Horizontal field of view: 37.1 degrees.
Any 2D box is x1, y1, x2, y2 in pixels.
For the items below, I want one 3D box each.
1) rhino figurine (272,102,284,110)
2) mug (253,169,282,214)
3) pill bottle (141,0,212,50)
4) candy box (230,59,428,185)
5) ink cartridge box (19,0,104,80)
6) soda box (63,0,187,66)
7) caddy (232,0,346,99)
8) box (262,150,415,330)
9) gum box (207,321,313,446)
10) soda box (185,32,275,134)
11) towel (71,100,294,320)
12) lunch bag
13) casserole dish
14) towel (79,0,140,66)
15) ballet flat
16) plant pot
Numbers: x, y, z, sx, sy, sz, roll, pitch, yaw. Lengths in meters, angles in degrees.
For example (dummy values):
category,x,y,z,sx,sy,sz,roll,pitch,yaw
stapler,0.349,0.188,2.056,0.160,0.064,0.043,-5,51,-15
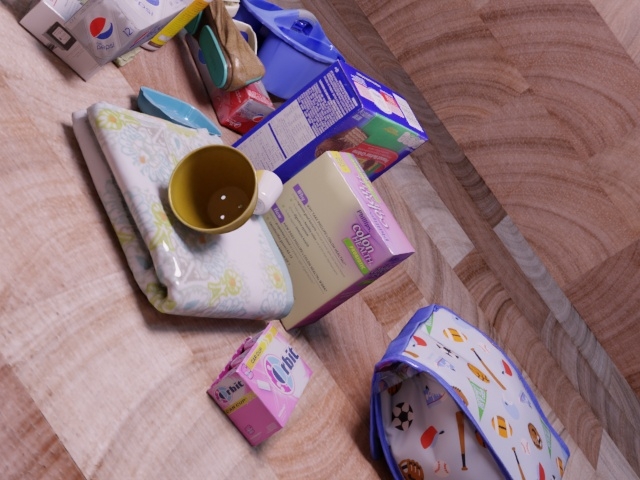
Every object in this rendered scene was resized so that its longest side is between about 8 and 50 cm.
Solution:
category,x,y,z,sx,sy,sz,roll,pitch,yaw
rhino figurine,-0.085,-0.266,2.118,0.106,0.073,0.243,44,18,4
mug,-0.108,-0.075,1.594,0.064,0.078,0.062,-71,153,-52
pill bottle,-0.282,-0.473,1.834,0.117,0.215,0.117,43,24,-25
candy box,0.004,-0.173,1.834,0.268,0.317,0.122,14,46,-56
ink cartridge box,-0.429,-0.363,1.584,0.180,0.060,0.104,42,23,-27
soda box,-0.323,-0.384,1.621,0.091,0.098,0.286,49,20,-11
caddy,-0.080,-0.455,2.201,0.241,0.179,0.341,44,18,18
box,0.000,0.000,1.671,0.214,0.243,0.117,58,22,12
gum box,-0.085,0.209,1.431,0.107,0.062,0.188,52,22,-6
soda box,-0.193,-0.353,2.002,0.083,0.092,0.263,21,38,-51
towel,-0.213,-0.040,1.516,0.320,0.090,0.375,8,50,-58
lunch bag,0.241,0.324,1.697,0.386,0.239,0.328,60,23,-3
casserole dish,-0.258,-0.220,1.721,0.114,0.037,0.188,45,17,28
towel,-0.393,-0.386,1.737,0.148,0.027,0.110,47,22,-16
ballet flat,-0.204,-0.440,1.932,0.124,0.116,0.342,-10,57,-33
plant pot,-0.149,-0.063,1.424,0.134,0.134,0.095,62,1,21
